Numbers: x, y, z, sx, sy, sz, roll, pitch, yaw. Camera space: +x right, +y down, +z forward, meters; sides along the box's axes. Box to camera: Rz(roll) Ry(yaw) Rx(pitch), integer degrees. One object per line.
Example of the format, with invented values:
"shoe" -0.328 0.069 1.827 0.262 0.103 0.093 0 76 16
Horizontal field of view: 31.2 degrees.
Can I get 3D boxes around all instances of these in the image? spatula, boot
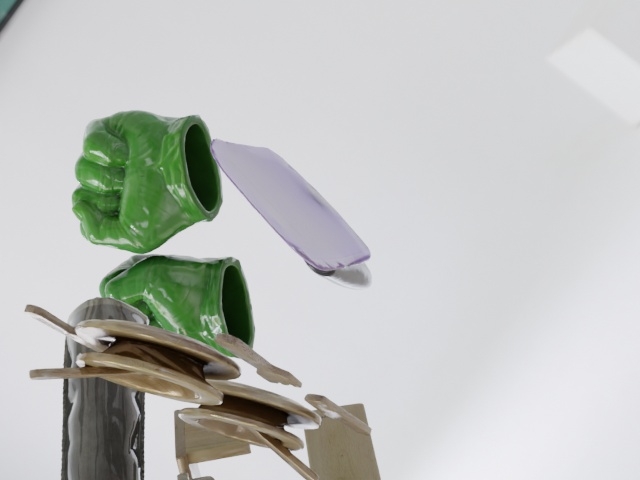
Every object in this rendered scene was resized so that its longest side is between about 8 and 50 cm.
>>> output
"spatula" 0.000 0.000 0.637 0.030 0.084 0.296 -43 -13 -1
"boot" -0.135 0.138 0.716 0.189 0.076 0.208 130 148 -67

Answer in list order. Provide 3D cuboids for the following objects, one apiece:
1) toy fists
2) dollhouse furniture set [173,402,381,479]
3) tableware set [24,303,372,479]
"toy fists" -0.167 0.009 1.144 0.142 0.279 0.096 -6 18 23
"dollhouse furniture set" -0.028 0.214 0.901 0.144 0.151 0.123 -103 4 -57
"tableware set" -0.066 0.088 0.617 0.194 0.128 0.039 44 -124 -58
